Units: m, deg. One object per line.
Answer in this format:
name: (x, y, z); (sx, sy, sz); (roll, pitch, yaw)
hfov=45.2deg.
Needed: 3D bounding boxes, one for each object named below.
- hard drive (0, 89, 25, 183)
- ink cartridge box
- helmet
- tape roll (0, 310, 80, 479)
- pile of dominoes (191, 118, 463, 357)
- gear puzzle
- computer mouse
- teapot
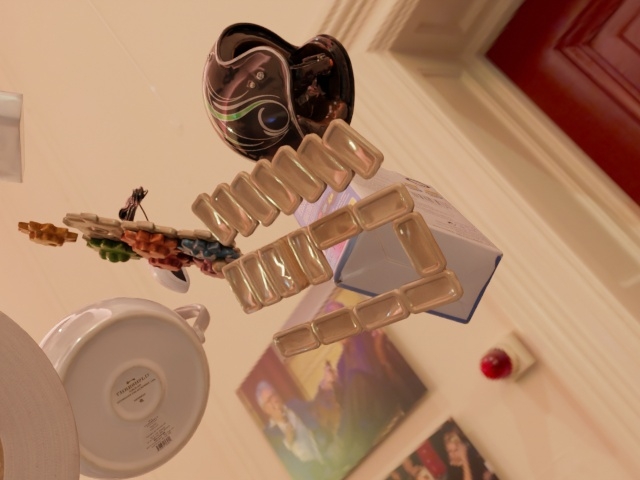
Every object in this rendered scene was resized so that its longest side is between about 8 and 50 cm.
hard drive: (-0.568, -0.151, 0.984); (0.353, 0.047, 0.233); (7, -18, -18)
ink cartridge box: (0.112, -0.034, 1.386); (0.270, 0.395, 0.151); (18, -71, -22)
helmet: (-0.058, -0.172, 0.902); (0.169, 0.162, 0.169); (-10, -78, -51)
tape roll: (-0.249, 0.133, 0.428); (0.072, 0.219, 0.219); (-20, -10, 37)
pile of dominoes: (0.000, 0.000, 0.752); (0.251, 0.195, 0.040); (-25, 6, 39)
gear puzzle: (-0.278, 0.011, 1.101); (0.339, 0.044, 0.175); (8, -15, 5)
computer mouse: (-0.284, 0.009, 1.300); (0.042, 0.193, 0.106); (-29, -1, -38)
teapot: (-0.283, 0.186, 1.038); (0.256, 0.187, 0.252); (19, -99, -36)
